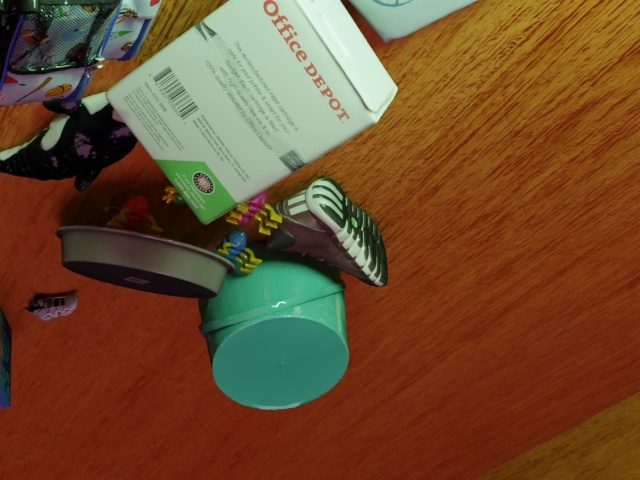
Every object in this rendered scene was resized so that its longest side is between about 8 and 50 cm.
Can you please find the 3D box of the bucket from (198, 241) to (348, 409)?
[{"bbox_3d":[-0.081,0.154,1.760,0.281,0.183,0.281,-6,131,-6],"label":"bucket"}]

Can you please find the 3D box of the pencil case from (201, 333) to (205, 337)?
[{"bbox_3d":[-0.160,0.159,1.937,0.152,0.064,0.070,-32,159,34],"label":"pencil case"}]

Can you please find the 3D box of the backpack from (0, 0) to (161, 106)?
[{"bbox_3d":[-0.295,-0.268,1.003,0.213,0.276,0.263,-3,156,-37],"label":"backpack"}]

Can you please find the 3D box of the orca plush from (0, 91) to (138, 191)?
[{"bbox_3d":[-0.351,-0.119,1.368,0.287,0.102,0.151,-12,150,7],"label":"orca plush"}]

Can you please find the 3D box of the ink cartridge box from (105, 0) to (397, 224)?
[{"bbox_3d":[-0.083,-0.183,1.215,0.289,0.121,0.211,-27,106,30],"label":"ink cartridge box"}]

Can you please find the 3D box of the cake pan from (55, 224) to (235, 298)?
[{"bbox_3d":[-0.286,0.040,1.594,0.293,0.054,0.293,10,168,2],"label":"cake pan"}]

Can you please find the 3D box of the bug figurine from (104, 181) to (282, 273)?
[{"bbox_3d":[-0.195,-0.037,1.582,0.279,0.072,0.216,20,136,-36],"label":"bug figurine"}]

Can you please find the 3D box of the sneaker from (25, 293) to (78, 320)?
[{"bbox_3d":[-0.496,0.116,1.801,0.098,0.038,0.069,-25,147,25],"label":"sneaker"}]

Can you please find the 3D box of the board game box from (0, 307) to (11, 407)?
[{"bbox_3d":[-0.601,0.192,1.784,0.047,0.160,0.210,-5,151,-7],"label":"board game box"}]

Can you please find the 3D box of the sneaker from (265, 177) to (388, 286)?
[{"bbox_3d":[0.000,0.000,1.688,0.162,0.106,0.281,-15,140,22],"label":"sneaker"}]

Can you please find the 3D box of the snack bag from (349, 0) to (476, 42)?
[{"bbox_3d":[0.146,-0.381,1.114,0.342,0.037,0.323,-22,148,22],"label":"snack bag"}]
